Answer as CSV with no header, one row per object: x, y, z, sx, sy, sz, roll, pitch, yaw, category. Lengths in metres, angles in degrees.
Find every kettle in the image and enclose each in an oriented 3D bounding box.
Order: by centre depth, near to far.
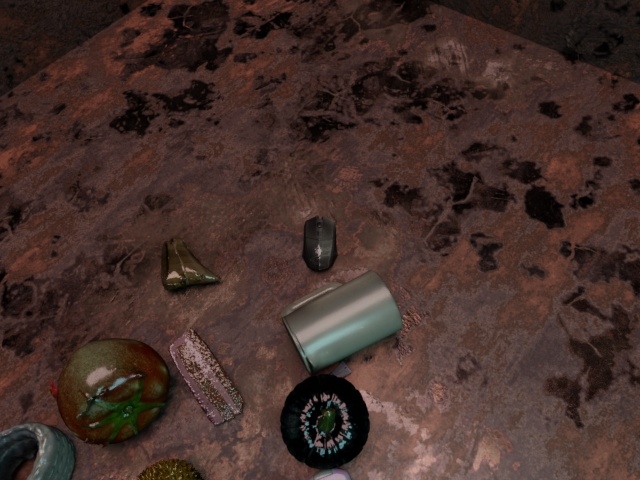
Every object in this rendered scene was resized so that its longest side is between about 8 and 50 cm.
0.050,0.226,1.486,0.317,0.205,0.265,-27,63,-9,kettle

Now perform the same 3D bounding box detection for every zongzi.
-0.447,0.075,1.684,0.197,0.099,0.195,-6,58,-11,zongzi

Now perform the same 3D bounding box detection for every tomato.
-0.597,0.418,1.400,0.303,0.304,0.239,-42,49,-19,tomato

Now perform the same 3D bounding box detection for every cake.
-0.345,0.414,1.484,0.115,0.113,0.295,-33,75,-13,cake

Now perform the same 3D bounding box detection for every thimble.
-0.813,0.625,1.333,0.204,0.172,0.250,32,65,19,thimble

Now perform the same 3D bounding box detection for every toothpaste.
0.015,0.427,1.465,0.169,0.028,0.045,-33,55,-17,toothpaste

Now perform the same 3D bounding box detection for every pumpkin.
0.011,0.481,1.308,0.247,0.248,0.248,-2,59,4,pumpkin

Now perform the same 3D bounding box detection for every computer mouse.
-0.002,-0.001,1.701,0.125,0.071,0.231,0,58,5,computer mouse

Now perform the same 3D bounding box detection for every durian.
-0.358,0.667,1.259,0.137,0.194,0.237,-27,67,-22,durian

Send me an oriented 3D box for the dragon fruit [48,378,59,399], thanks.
-0.793,0.459,1.499,0.083,0.056,0.060,-11,58,-4,dragon fruit

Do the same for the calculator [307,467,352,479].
0.044,0.725,1.272,0.141,0.045,0.246,-18,60,-5,calculator
